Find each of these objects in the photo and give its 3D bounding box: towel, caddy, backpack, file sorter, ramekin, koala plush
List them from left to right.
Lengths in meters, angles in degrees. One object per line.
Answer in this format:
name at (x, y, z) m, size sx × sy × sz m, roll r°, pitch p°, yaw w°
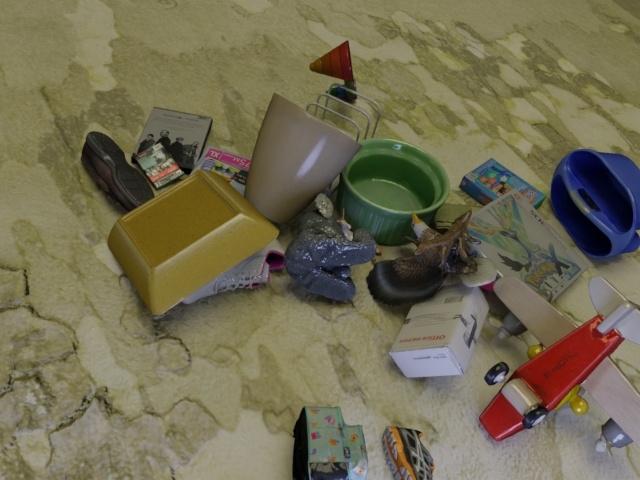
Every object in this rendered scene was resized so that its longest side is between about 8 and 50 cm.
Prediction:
koala plush at (0.000, 0.000, 1.606) m, size 0.203 × 0.196 × 0.221 m, roll 12°, pitch 35°, yaw -19°
backpack at (0.015, 0.411, 1.255) m, size 0.144 × 0.166 × 0.188 m, roll -5°, pitch 37°, yaw -11°
file sorter at (0.027, -0.303, 1.917) m, size 0.193 × 0.173 × 0.277 m, roll 29°, pitch 48°, yaw 14°
ramekin at (0.188, -0.131, 1.813) m, size 0.303 × 0.148 × 0.303 m, roll 7°, pitch 46°, yaw -7°
towel at (0.373, -0.067, 1.855) m, size 0.110 × 0.027 × 0.148 m, roll 7°, pitch 29°, yaw 7°
caddy at (0.798, -0.107, 1.885) m, size 0.179 × 0.241 × 0.341 m, roll -2°, pitch 48°, yaw -24°

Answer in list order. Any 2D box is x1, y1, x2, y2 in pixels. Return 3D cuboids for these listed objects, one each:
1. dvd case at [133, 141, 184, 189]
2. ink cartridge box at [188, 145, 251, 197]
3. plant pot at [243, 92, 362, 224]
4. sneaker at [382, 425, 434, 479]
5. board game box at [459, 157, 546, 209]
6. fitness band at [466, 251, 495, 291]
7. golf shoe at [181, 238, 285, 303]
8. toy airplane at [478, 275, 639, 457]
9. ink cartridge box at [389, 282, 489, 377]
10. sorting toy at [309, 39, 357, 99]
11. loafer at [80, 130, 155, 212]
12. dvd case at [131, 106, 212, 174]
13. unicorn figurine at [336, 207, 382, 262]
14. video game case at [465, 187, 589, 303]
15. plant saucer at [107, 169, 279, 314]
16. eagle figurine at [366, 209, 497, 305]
dvd case at (-0.439, -0.202, 1.787) m, size 0.087 × 0.013 × 0.119 m, roll -34°, pitch 76°, yaw -21°
ink cartridge box at (-0.270, -0.121, 1.753) m, size 0.186 × 0.065 × 0.311 m, roll 17°, pitch 48°, yaw 3°
plant pot at (-0.072, -0.188, 1.664) m, size 0.256 × 0.274 × 0.256 m, roll 30°, pitch 10°, yaw -6°
sneaker at (0.192, 0.463, 1.311) m, size 0.083 × 0.084 × 0.215 m, roll 1°, pitch 47°, yaw -19°
board game box at (0.550, -0.148, 1.989) m, size 0.160 × 0.047 × 0.210 m, roll -31°, pitch 61°, yaw -35°
fitness band at (0.498, 0.033, 1.810) m, size 0.209 × 0.054 × 0.291 m, roll 17°, pitch 45°, yaw 5°
golf shoe at (-0.202, 0.068, 1.560) m, size 0.140 × 0.115 × 0.306 m, roll 39°, pitch 52°, yaw 17°
toy airplane at (0.558, 0.269, 1.450) m, size 0.384 × 0.272 × 0.386 m, roll 1°, pitch 65°, yaw 22°
ink cartridge box at (0.275, 0.204, 1.511) m, size 0.092 × 0.158 × 0.218 m, roll 58°, pitch 43°, yaw -21°
sorting toy at (0.042, -0.505, 2.042) m, size 0.126 × 0.365 × 0.127 m, roll -7°, pitch 86°, yaw 5°
loafer at (-0.531, -0.157, 1.717) m, size 0.302 × 0.095 × 0.109 m, roll 51°, pitch 25°, yaw 24°
dvd case at (-0.421, -0.290, 1.891) m, size 0.179 × 0.029 × 0.238 m, roll 11°, pitch 46°, yaw -4°
unicorn figurine at (0.095, 0.001, 1.700) m, size 0.060 × 0.162 × 0.111 m, roll -41°, pitch 62°, yaw 5°
video game case at (0.529, 0.023, 1.732) m, size 0.329 × 0.036 × 0.300 m, roll -27°, pitch 72°, yaw -41°
plant saucer at (-0.313, -0.029, 1.518) m, size 0.333 × 0.081 × 0.333 m, roll -33°, pitch 44°, yaw -15°
eagle figurine at (0.265, 0.037, 1.584) m, size 0.226 × 0.298 × 0.225 m, roll 8°, pitch 63°, yaw -14°
